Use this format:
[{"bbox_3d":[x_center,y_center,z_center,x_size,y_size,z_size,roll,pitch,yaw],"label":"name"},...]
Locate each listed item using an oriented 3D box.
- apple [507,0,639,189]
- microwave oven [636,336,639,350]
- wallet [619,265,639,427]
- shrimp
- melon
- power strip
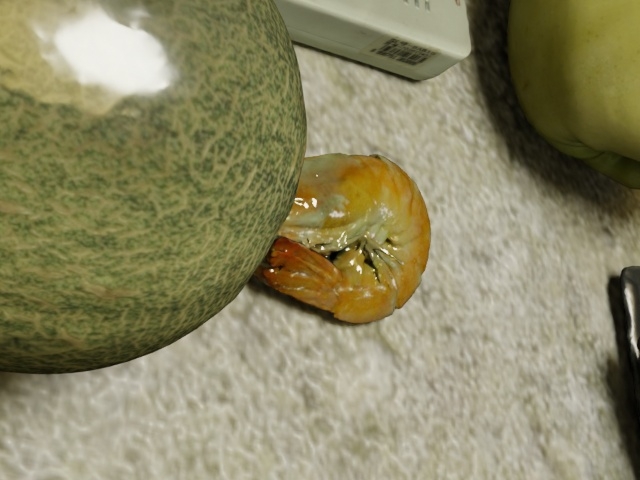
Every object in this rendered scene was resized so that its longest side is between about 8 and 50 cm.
[{"bbox_3d":[0.278,-0.163,0.958,0.262,0.262,0.262,16,64,-35],"label":"apple"},{"bbox_3d":[0.372,0.167,0.895,0.188,0.178,0.247,-12,86,-36],"label":"microwave oven"},{"bbox_3d":[0.362,0.181,1.026,0.247,0.041,0.322,3,73,-38],"label":"wallet"},{"bbox_3d":[0.001,0.000,0.788,0.217,0.051,0.115,-5,79,-44],"label":"shrimp"},{"bbox_3d":[-0.161,-0.071,0.549,0.329,0.249,0.248,21,61,-29],"label":"melon"},{"bbox_3d":[-0.023,-0.194,0.836,0.338,0.058,0.098,10,67,-36],"label":"power strip"}]
